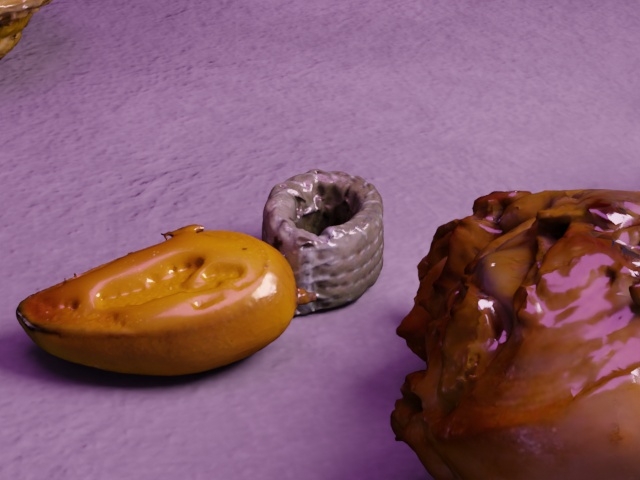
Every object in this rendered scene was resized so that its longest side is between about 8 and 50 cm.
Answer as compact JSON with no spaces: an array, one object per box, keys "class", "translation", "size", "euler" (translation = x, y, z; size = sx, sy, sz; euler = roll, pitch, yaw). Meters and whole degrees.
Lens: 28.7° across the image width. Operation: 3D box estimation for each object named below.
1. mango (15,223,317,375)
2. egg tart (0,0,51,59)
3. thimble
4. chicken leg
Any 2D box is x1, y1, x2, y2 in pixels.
[{"class":"mango","translation":[-0.096,0.043,0.785],"size":[0.188,0.066,0.101],"euler":[-9,40,-6]},{"class":"egg tart","translation":[-0.375,-0.236,1.190],"size":[0.294,0.123,0.294],"euler":[4,29,-2]},{"class":"thimble","translation":[0.000,0.000,0.859],"size":[0.085,0.062,0.110],"euler":[9,31,16]},{"class":"chicken leg","translation":[0.191,0.040,0.730],"size":[0.410,0.181,0.295],"euler":[-10,16,-33]}]
